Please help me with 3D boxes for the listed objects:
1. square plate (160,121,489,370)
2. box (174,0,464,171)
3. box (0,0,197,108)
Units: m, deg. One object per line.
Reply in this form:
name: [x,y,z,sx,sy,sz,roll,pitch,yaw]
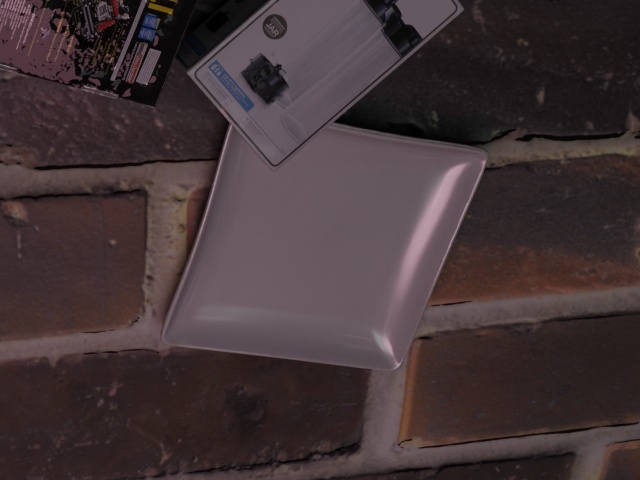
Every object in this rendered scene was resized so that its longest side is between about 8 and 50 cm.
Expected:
square plate: [0.000,0.000,1.921,0.344,0.049,0.347,9,118,-23]
box: [-0.004,-0.238,1.714,0.290,0.087,0.169,-40,118,0]
box: [-0.246,-0.321,1.618,0.257,0.079,0.322,11,117,-26]
